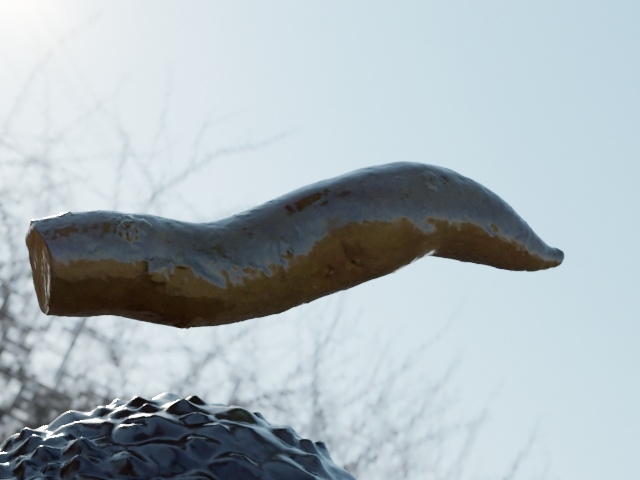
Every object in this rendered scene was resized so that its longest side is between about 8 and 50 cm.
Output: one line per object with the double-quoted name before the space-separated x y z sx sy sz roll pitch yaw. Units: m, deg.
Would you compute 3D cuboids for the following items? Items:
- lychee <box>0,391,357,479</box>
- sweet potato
"lychee" -0.070 0.191 0.700 0.261 0.260 0.260 22 -19 8
"sweet potato" 0.000 0.000 0.799 0.281 0.067 0.059 -9 -3 -18
